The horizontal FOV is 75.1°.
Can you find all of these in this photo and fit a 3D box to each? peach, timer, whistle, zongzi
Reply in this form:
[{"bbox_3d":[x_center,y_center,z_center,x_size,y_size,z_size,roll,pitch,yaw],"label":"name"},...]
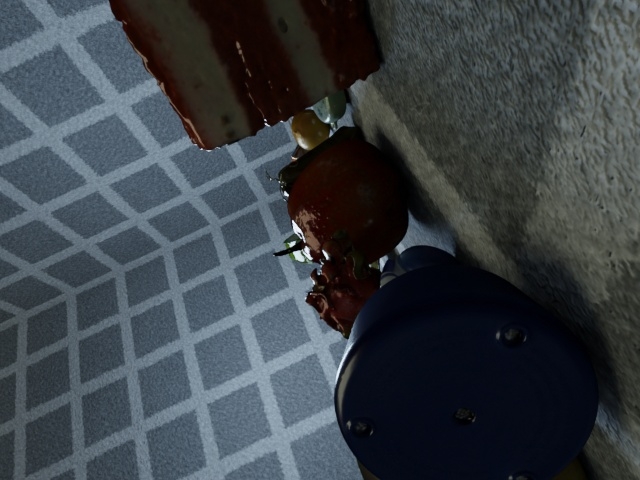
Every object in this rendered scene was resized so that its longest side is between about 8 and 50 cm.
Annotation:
[{"bbox_3d":[-0.031,-0.363,1.375,0.138,0.138,0.138,155,90,-89],"label":"peach"},{"bbox_3d":[0.164,0.116,0.599,0.383,0.270,0.270,-76,-37,-69],"label":"timer"},{"bbox_3d":[0.002,-0.382,0.953,0.126,0.067,0.258,32,146,65],"label":"whistle"},{"bbox_3d":[0.029,-0.122,1.023,0.111,0.248,0.241,32,153,58],"label":"zongzi"}]

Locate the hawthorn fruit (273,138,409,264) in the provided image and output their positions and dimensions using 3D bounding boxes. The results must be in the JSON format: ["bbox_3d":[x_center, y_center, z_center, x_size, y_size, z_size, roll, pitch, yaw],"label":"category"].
[{"bbox_3d":[0.028,-0.051,0.852,0.254,0.300,0.254,62,-179,-2],"label":"hawthorn fruit"}]

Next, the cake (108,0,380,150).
[{"bbox_3d":[-0.117,-0.336,0.669,0.269,0.320,0.270,63,179,-27],"label":"cake"}]

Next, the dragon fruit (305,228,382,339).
[{"bbox_3d":[0.044,0.079,0.732,0.133,0.150,0.207,-126,23,-65],"label":"dragon fruit"}]

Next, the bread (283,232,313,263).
[{"bbox_3d":[0.000,0.000,1.952,0.129,0.366,0.382,66,-156,-11],"label":"bread"}]

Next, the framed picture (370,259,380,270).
[{"bbox_3d":[0.183,0.119,1.391,0.255,0.014,0.338,67,-157,-85],"label":"framed picture"}]

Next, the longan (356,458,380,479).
[{"bbox_3d":[0.246,0.454,0.922,0.404,0.336,0.404,62,-178,-3],"label":"longan"}]

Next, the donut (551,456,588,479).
[{"bbox_3d":[0.301,0.319,0.657,0.208,0.128,0.261,70,175,-71],"label":"donut"}]

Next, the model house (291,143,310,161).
[{"bbox_3d":[-0.022,-0.306,1.784,0.294,0.154,0.207,67,179,-59],"label":"model house"}]
